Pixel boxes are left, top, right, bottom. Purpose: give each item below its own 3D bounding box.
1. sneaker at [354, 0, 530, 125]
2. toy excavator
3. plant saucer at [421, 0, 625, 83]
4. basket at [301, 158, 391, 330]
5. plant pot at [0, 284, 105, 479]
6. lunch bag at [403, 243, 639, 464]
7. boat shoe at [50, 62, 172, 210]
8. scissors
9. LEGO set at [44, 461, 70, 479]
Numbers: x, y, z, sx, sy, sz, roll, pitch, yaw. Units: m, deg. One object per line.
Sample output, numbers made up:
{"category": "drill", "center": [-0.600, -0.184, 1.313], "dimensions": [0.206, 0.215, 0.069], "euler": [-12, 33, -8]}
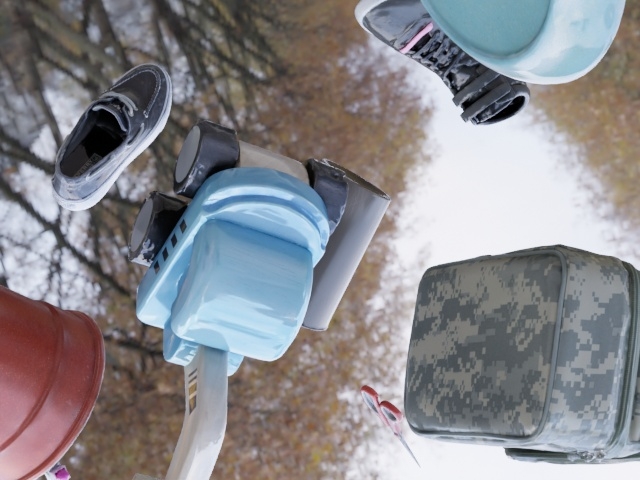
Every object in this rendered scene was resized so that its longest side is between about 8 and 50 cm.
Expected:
{"category": "sneaker", "center": [0.171, -0.232, 1.398], "dimensions": [0.296, 0.147, 0.104], "euler": [9, 144, -45]}
{"category": "toy excavator", "center": [-0.142, 0.131, 1.430], "dimensions": [0.433, 0.222, 0.445], "euler": [-53, -152, 35]}
{"category": "plant saucer", "center": [0.128, -0.269, 0.895], "dimensions": [0.044, 0.317, 0.317], "euler": [-26, -161, -17]}
{"category": "basket", "center": [0.000, 0.000, 1.713], "dimensions": [0.227, 0.154, 0.204], "euler": [-60, -165, 10]}
{"category": "plant pot", "center": [-0.477, 0.156, 1.451], "dimensions": [0.272, 0.265, 0.272], "euler": [-23, -133, 28]}
{"category": "lunch bag", "center": [0.270, 0.134, 1.175], "dimensions": [0.256, 0.212, 0.305], "euler": [11, 168, -24]}
{"category": "boat shoe", "center": [-0.328, -0.186, 1.730], "dimensions": [0.301, 0.108, 0.102], "euler": [-57, 173, -30]}
{"category": "scissors", "center": [0.155, 0.401, 2.354], "dimensions": [0.109, 0.297, 0.021], "euler": [29, -111, 32]}
{"category": "LEGO set", "center": [-0.516, 0.399, 1.681], "dimensions": [0.287, 0.132, 0.107], "euler": [-42, -169, -38]}
